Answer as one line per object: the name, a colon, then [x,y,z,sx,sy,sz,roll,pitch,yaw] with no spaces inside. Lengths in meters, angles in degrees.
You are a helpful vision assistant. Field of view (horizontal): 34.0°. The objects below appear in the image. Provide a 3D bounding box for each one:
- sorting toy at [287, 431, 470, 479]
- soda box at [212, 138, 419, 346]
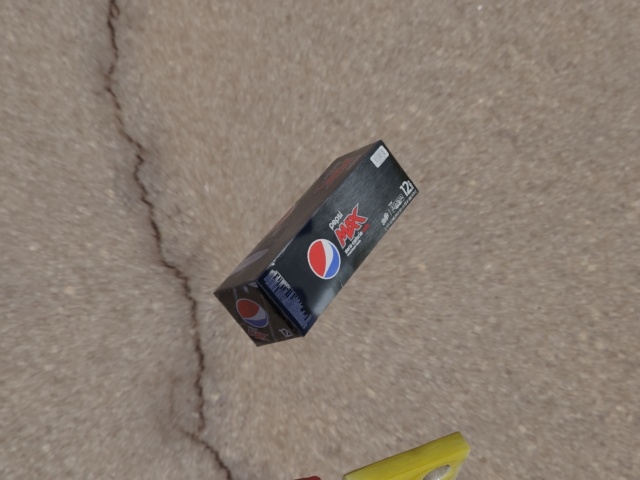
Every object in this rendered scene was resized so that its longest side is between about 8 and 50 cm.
sorting toy: [-0.037,0.174,0.395,0.274,0.132,0.046,-55,50,31]
soda box: [0.000,0.000,0.760,0.053,0.060,0.169,53,52,-15]
